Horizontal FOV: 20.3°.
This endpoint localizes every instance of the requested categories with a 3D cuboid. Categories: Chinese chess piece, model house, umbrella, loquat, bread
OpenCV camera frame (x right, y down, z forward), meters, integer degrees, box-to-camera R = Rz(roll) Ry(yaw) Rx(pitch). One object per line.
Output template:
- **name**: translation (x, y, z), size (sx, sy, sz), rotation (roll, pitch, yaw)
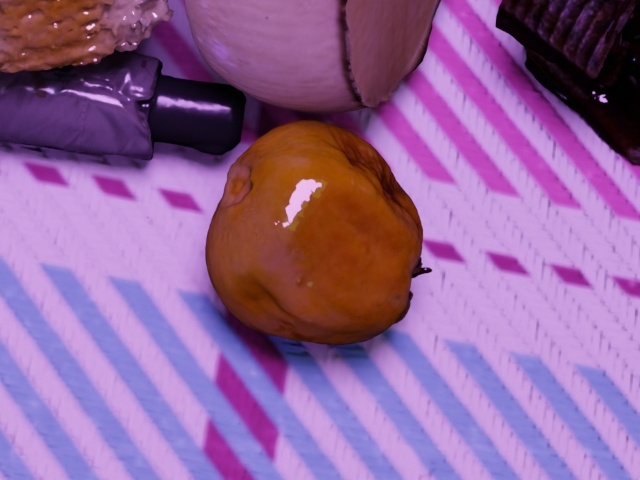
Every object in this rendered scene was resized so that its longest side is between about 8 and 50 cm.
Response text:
- **Chinese chess piece**: translation (0.010, -0.202, 1.046), size (0.104, 0.257, 0.257), rotation (13, 66, 15)
- **model house**: translation (0.205, -0.139, 1.110), size (0.203, 0.164, 0.141), rotation (39, 72, 4)
- **umbrella**: translation (-0.212, -0.096, 1.064), size (0.337, 0.073, 0.067), rotation (8, 87, -8)
- **loquat**: translation (0.000, 0.000, 1.046), size (0.137, 0.113, 0.137), rotation (15, 61, -28)
- **bread**: translation (-0.176, -0.200, 1.046), size (0.174, 0.121, 0.245), rotation (-5, 43, -14)
